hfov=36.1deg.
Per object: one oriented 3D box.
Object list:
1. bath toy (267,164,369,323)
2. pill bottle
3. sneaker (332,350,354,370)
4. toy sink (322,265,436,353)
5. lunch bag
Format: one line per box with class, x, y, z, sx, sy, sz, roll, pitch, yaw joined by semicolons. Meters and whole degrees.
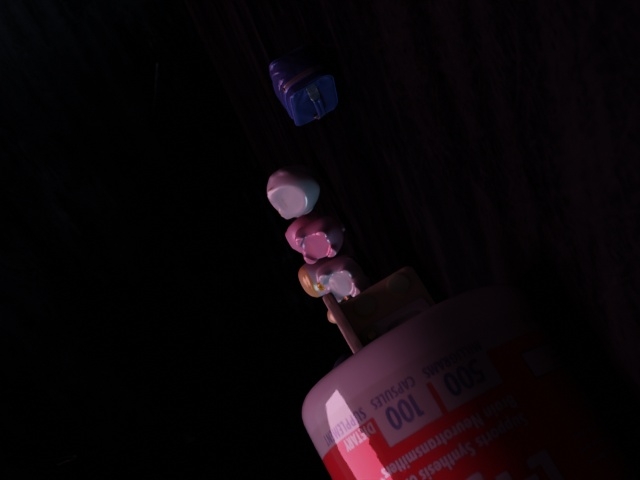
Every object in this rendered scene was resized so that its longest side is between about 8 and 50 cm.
bath toy;0.000;0.000;1.887;0.348;0.152;0.129;64;-150;-25
pill bottle;0.173;0.258;0.805;0.407;0.229;0.229;59;175;18
sneaker;0.147;0.246;1.560;0.319;0.112;0.131;33;138;32
toy sink;0.114;0.141;1.378;0.152;0.131;0.234;59;180;28
lunch bag;-0.019;-0.189;1.238;0.065;0.067;0.098;60;176;23
